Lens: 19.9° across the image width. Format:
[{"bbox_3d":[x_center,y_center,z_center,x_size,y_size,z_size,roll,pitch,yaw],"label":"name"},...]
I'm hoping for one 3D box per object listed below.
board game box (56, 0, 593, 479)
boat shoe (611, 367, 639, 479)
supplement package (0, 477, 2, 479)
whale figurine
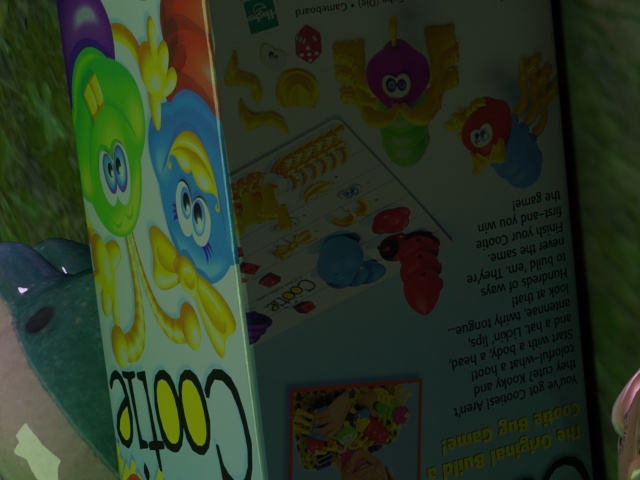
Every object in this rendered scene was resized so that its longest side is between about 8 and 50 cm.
[{"bbox_3d":[0.000,0.000,0.698,0.142,0.144,0.275,12,110,60],"label":"board game box"},{"bbox_3d":[0.129,0.064,0.514,0.110,0.122,0.341,16,116,58],"label":"boat shoe"},{"bbox_3d":[-0.289,0.253,1.262,0.145,0.204,0.262,64,149,27],"label":"supplement package"},{"bbox_3d":[-0.078,0.064,0.897,0.216,0.141,0.272,47,-174,-22],"label":"whale figurine"}]
